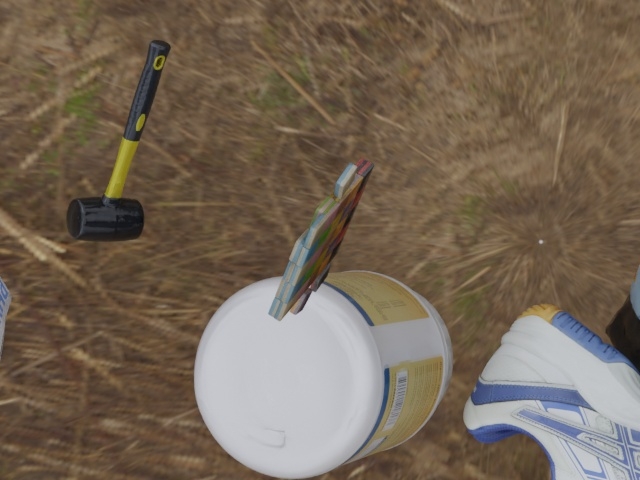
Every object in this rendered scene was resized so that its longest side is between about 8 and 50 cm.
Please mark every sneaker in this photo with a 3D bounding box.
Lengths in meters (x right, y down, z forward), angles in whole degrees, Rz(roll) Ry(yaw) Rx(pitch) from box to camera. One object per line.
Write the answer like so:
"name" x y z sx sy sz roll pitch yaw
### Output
"sneaker" 0.241 0.178 1.149 0.296 0.112 0.131 37 89 26

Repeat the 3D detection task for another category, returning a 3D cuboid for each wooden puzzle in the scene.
"wooden puzzle" 0.000 0.000 0.576 0.006 0.049 0.083 31 132 9

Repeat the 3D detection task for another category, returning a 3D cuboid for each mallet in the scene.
"mallet" -0.151 -0.078 1.282 0.039 0.062 0.189 50 121 43

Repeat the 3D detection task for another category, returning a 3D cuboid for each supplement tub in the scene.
"supplement tub" 0.010 0.096 1.160 0.144 0.200 0.144 0 90 24

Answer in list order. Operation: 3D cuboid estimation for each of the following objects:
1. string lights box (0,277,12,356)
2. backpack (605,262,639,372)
"string lights box" -0.306 -0.016 1.046 0.077 0.133 0.259 -22 118 6
"backpack" 0.404 -0.027 1.171 0.290 0.273 0.355 11 107 -4
